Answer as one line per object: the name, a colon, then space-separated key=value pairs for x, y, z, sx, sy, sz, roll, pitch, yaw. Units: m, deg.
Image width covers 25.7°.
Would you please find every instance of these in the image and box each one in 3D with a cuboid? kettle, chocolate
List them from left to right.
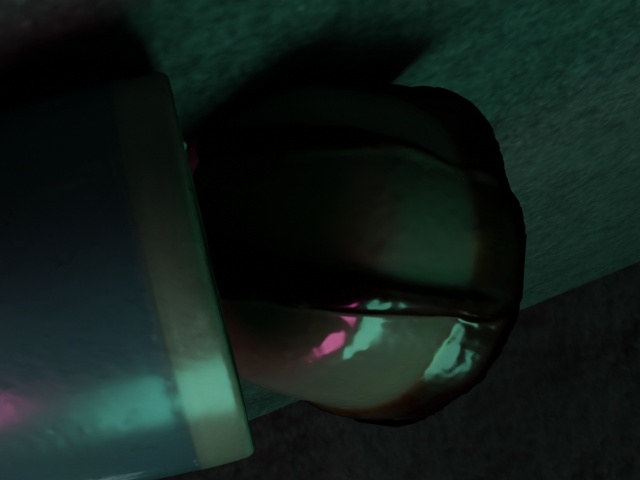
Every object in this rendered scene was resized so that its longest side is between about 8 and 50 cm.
kettle: x=-0.235 y=0.047 z=0.902 sx=0.342 sy=0.247 sz=0.319 roll=-14 pitch=-171 yaw=-3
chocolate: x=0.000 y=0.000 z=1.057 sx=0.186 sy=0.283 sz=0.283 roll=10 pitch=146 yaw=-38
